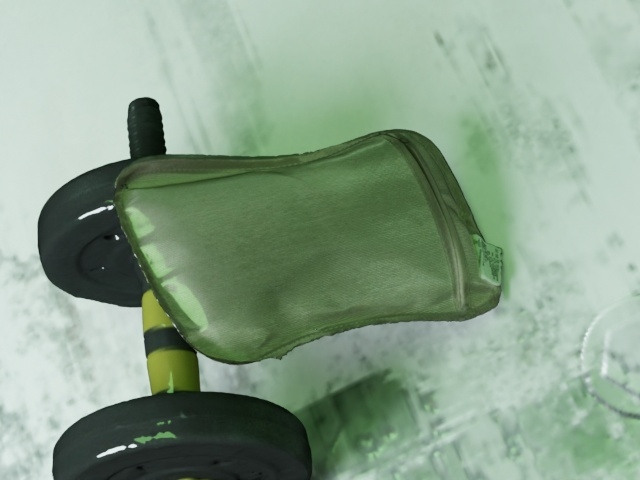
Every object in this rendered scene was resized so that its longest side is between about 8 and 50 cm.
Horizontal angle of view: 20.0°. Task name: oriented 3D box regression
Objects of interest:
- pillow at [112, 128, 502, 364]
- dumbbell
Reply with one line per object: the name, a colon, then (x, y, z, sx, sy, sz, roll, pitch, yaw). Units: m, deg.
pillow: (0.000, 0.000, 1.000, 0.038, 0.233, 0.130, -45, 64, 48)
dumbbell: (-0.085, 0.060, 1.028, 0.143, 0.143, 0.325, -16, 62, 15)
